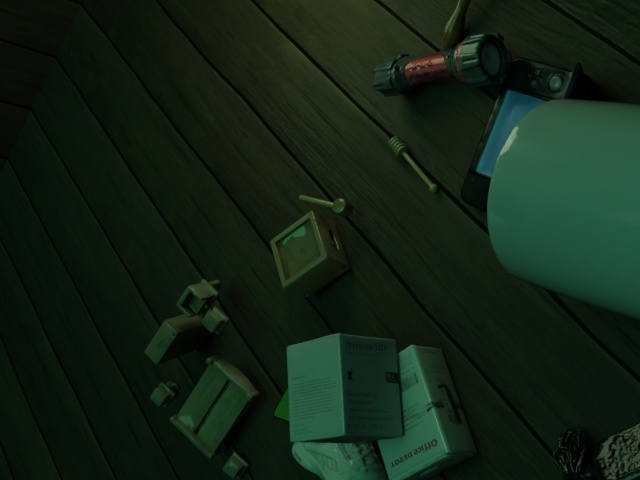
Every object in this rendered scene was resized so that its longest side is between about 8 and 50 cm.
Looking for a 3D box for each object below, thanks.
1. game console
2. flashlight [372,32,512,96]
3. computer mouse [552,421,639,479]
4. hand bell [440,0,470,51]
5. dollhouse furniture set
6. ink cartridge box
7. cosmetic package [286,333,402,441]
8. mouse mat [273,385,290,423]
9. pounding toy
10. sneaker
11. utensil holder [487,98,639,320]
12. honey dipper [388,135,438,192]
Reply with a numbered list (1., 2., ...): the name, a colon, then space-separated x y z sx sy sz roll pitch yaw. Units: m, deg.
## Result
1. game console: 0.343 -0.179 1.693 0.250 0.173 0.293 29 102 45
2. flashlight: 0.224 -0.331 1.877 0.304 0.103 0.103 -1 72 50
3. computer mouse: 0.491 0.337 1.484 0.272 0.072 0.188 -30 22 31
4. hand bell: 0.285 -0.474 1.889 0.126 0.126 0.242 42 124 42
5. dollhouse furniture set: -0.209 0.310 2.243 0.355 0.174 0.303 41 112 17
6. ink cartridge box: 0.180 0.328 1.809 0.158 0.092 0.217 -38 54 36
7. cosmetic package: 0.043 0.277 1.788 0.151 0.151 0.183 -19 68 45
8. mouse mat: -0.021 0.316 2.011 0.190 0.007 0.152 3 60 59
9. pounding toy: 0.002 -0.010 2.072 0.206 0.094 0.181 -35 52 25
10. sneaker: 0.057 0.425 1.897 0.305 0.114 0.152 29 103 45
11. utensil holder: 0.487 -0.042 1.411 0.385 0.328 0.327 20 96 48
12. honey dipper: 0.190 -0.152 1.949 0.030 0.030 0.160 -54 51 23
